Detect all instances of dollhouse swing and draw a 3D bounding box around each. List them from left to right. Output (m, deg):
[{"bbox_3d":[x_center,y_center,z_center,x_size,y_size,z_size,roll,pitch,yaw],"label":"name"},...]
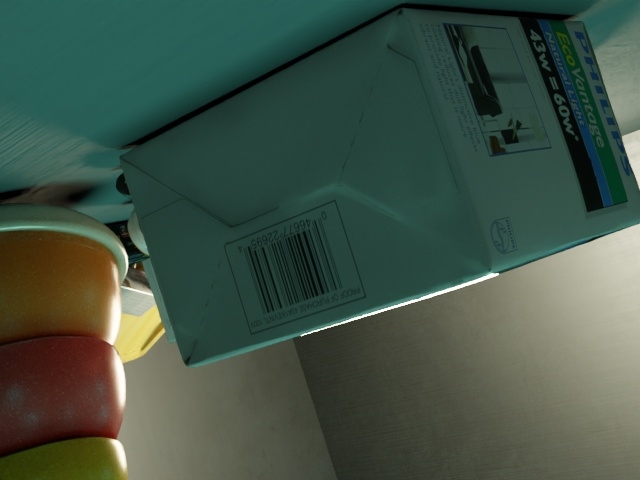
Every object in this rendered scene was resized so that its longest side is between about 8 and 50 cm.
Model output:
[{"bbox_3d":[-0.475,0.104,2.236,0.315,0.305,0.347,25,-169,16],"label":"dollhouse swing"}]

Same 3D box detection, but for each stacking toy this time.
[{"bbox_3d":[-0.319,0.233,1.092,0.351,0.480,0.350,-18,158,-8],"label":"stacking toy"}]

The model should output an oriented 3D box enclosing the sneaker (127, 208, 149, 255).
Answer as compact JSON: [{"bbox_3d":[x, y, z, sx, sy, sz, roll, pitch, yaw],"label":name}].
[{"bbox_3d":[-0.114,-0.044,1.393,0.262,0.099,0.121,-17,173,-29],"label":"sneaker"}]

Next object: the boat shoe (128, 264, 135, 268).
[{"bbox_3d":[-0.421,0.063,1.976,0.152,0.056,0.049,-25,-154,-23],"label":"boat shoe"}]

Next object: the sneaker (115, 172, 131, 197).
[{"bbox_3d":[-0.170,-0.067,1.138,0.109,0.040,0.044,-16,178,-28],"label":"sneaker"}]

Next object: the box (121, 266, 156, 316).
[{"bbox_3d":[-0.369,0.082,1.871,0.067,0.063,0.324,-36,167,5],"label":"box"}]

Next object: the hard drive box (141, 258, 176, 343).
[{"bbox_3d":[-0.180,0.056,1.858,0.232,0.181,0.089,-17,-173,0],"label":"hard drive box"}]

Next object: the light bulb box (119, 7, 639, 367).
[{"bbox_3d":[0.072,-0.053,1.040,0.358,0.225,0.361,-20,175,37],"label":"light bulb box"}]

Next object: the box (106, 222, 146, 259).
[{"bbox_3d":[-0.327,0.016,1.602,0.175,0.051,0.220,-20,177,34],"label":"box"}]
